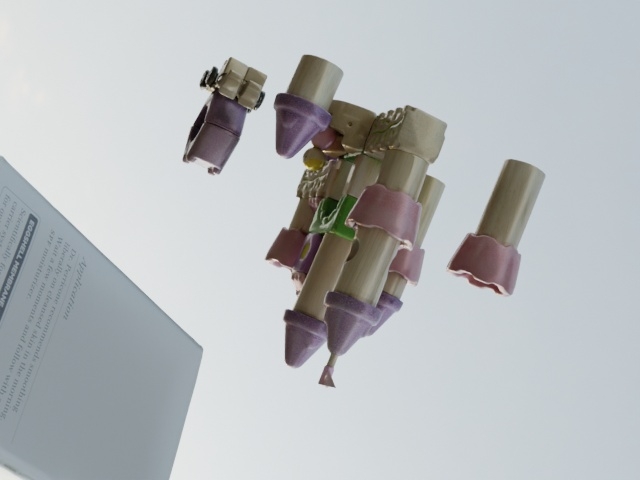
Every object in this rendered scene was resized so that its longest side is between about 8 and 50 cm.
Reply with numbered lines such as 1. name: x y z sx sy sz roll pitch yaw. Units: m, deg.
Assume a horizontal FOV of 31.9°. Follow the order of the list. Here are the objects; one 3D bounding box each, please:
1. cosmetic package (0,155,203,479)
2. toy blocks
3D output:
1. cosmetic package: -0.223 0.068 0.630 0.224 0.225 0.138 0 -121 24
2. toy blocks: 0.000 0.000 1.095 0.260 0.309 0.288 -67 -163 -7
